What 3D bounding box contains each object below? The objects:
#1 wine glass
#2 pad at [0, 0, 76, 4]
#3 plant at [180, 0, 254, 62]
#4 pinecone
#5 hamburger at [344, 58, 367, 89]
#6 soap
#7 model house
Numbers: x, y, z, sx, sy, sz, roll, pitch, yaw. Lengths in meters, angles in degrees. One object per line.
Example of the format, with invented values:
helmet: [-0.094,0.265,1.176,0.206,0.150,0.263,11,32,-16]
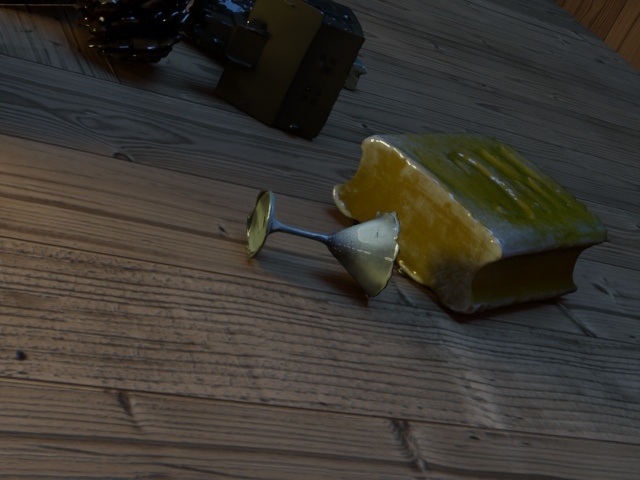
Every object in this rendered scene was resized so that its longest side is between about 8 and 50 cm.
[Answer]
wine glass: [0.000,0.000,1.643,0.183,0.122,0.122,13,27,-17]
pad: [-0.396,-0.423,2.026,0.003,0.158,0.235,59,31,9]
plant: [-0.186,-0.410,2.225,0.203,0.142,0.131,41,43,19]
pinecone: [-0.289,-0.377,1.971,0.184,0.204,0.179,19,28,15]
hamburger: [0.021,-0.334,2.400,0.121,0.054,0.084,9,31,-21]
soap: [0.226,-0.034,1.891,0.335,0.156,0.293,-6,45,-50]
model house: [-0.090,-0.324,2.066,0.243,0.211,0.204,17,24,-23]
